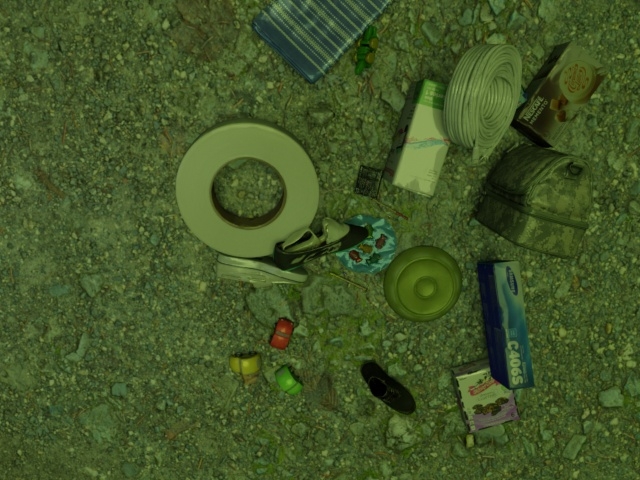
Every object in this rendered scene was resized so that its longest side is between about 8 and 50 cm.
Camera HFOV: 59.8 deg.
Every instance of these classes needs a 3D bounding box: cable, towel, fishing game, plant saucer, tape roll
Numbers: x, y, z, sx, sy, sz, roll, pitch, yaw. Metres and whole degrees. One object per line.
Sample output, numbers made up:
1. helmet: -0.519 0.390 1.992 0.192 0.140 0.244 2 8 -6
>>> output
1. cable: 0.400 -0.348 1.357 0.257 0.089 0.257 -45 137 -24
2. towel: 0.007 -0.613 1.472 0.243 0.040 0.336 45 97 0
3. fishing game: 0.134 0.012 1.625 0.189 0.041 0.264 30 98 -10
4. plant saucer: 0.309 0.136 1.658 0.240 0.037 0.241 -1 101 -3
5. tape roll: -0.196 -0.137 1.522 0.391 0.072 0.392 -2 114 -4

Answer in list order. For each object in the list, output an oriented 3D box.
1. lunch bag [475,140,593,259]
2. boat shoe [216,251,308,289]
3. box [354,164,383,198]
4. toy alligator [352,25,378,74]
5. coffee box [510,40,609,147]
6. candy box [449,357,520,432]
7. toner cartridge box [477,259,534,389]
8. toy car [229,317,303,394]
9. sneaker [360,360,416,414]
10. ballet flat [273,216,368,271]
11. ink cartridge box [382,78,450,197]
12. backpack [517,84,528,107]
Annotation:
1. lunch bag: 0.575 -0.122 1.487 0.212 0.305 0.256 16 104 -8
2. boat shoe: -0.171 0.097 1.602 0.267 0.096 0.088 11 105 -4
3. box: 0.138 -0.167 1.586 0.067 0.018 0.083 15 101 18
4. toy alligator: 0.135 -0.538 1.511 0.051 0.056 0.190 10 96 -50
5. coffee box: 0.646 -0.397 1.532 0.141 0.098 0.247 33 98 -8
6. candy box: 0.506 0.472 1.717 0.164 0.070 0.196 -16 101 1
7. toner cartridge box: 0.524 0.232 1.586 0.075 0.165 0.348 -7 89 -1
8. toy car: -0.131 0.382 1.681 0.239 0.053 0.225 -37 100 5
9. sneaker: 0.208 0.469 1.680 0.222 0.118 0.083 42 97 -9
10. ballet flat: 0.000 0.000 1.534 0.280 0.095 0.096 -22 126 -10
11. ink cartridge box: 0.269 -0.273 1.489 0.117 0.201 0.278 15 101 -5
12. backpack: 0.457 -0.418 1.512 0.158 0.117 0.173 -30 100 4
